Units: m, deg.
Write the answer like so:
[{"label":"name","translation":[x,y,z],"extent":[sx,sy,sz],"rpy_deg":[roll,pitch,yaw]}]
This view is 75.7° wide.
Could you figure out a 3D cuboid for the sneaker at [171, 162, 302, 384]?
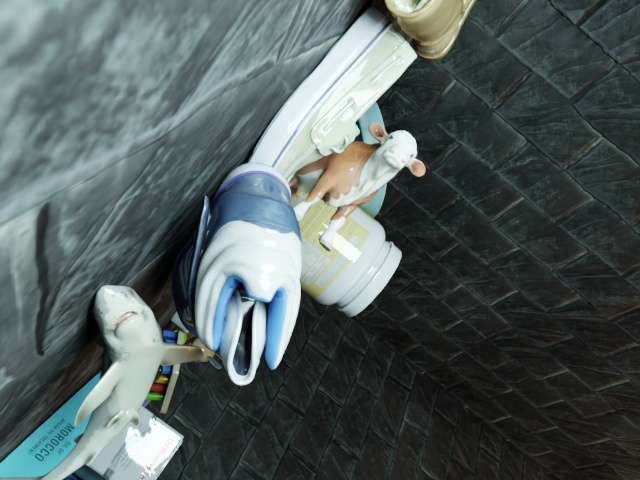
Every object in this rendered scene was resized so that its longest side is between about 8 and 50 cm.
[{"label":"sneaker","translation":[-0.119,0.085,0.498],"extent":[0.236,0.130,0.323],"rpy_deg":[-98,-149,-50]}]

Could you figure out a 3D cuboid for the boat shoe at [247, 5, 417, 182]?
[{"label":"boat shoe","translation":[0.010,-0.166,0.553],"extent":[0.302,0.094,0.109],"rpy_deg":[-51,-177,5]}]

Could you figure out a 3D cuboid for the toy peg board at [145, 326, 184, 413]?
[{"label":"toy peg board","translation":[-0.401,0.312,1.029],"extent":[0.161,0.079,0.160],"rpy_deg":[-106,-145,-53]}]

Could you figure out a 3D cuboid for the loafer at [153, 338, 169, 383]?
[{"label":"loafer","translation":[-0.373,0.273,0.863],"extent":[0.078,0.076,0.223],"rpy_deg":[-55,-172,2]}]

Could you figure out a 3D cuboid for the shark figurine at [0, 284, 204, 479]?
[{"label":"shark figurine","translation":[-0.257,0.168,0.473],"extent":[0.278,0.116,0.166],"rpy_deg":[-59,149,2]}]

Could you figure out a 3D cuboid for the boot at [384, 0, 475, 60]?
[{"label":"boot","translation":[0.168,-0.361,0.515],"extent":[0.269,0.089,0.236],"rpy_deg":[-29,136,-68]}]

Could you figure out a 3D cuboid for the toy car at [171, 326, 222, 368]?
[{"label":"toy car","translation":[-0.402,0.367,1.337],"extent":[0.149,0.188,0.155],"rpy_deg":[-62,-176,-4]}]

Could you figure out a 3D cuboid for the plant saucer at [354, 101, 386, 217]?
[{"label":"plant saucer","translation":[0.088,-0.208,1.035],"extent":[0.044,0.317,0.317],"rpy_deg":[-7,172,-12]}]

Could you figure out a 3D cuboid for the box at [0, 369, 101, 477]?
[{"label":"box","translation":[-0.392,0.305,0.598],"extent":[0.100,0.060,0.244],"rpy_deg":[-50,-177,26]}]

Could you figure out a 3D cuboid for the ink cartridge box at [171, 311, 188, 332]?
[{"label":"ink cartridge box","translation":[-0.245,0.078,1.070],"extent":[0.239,0.060,0.275],"rpy_deg":[-48,-176,32]}]

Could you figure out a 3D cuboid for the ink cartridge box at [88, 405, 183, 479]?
[{"label":"ink cartridge box","translation":[-0.448,0.464,0.947],"extent":[0.153,0.208,0.087],"rpy_deg":[-53,-176,-36]}]

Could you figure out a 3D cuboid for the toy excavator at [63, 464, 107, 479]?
[{"label":"toy excavator","translation":[-0.677,0.692,1.150],"extent":[0.433,0.222,0.445],"rpy_deg":[-54,170,-42]}]

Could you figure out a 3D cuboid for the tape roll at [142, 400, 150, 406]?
[{"label":"tape roll","translation":[-0.564,0.472,1.333],"extent":[0.189,0.080,0.189],"rpy_deg":[-52,-177,4]}]

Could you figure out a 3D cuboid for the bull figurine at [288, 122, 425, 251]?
[{"label":"bull figurine","translation":[0.014,-0.096,0.650],"extent":[0.188,0.101,0.310],"rpy_deg":[-49,-148,-12]}]

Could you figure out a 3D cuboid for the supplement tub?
[{"label":"supplement tub","translation":[0.000,0.000,0.980],"extent":[0.241,0.331,0.241],"rpy_deg":[-51,-177,3]}]
